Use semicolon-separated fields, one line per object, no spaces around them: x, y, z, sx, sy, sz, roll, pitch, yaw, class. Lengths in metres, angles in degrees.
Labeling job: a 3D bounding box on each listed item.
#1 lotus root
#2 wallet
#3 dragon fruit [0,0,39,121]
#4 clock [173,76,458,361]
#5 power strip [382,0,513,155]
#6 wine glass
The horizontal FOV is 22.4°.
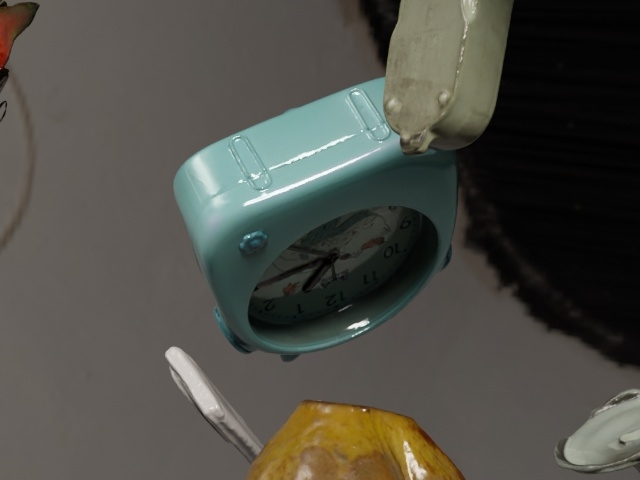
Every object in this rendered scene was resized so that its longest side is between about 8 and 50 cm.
0.038;0.203;1.142;0.188;0.199;0.180;50;41;-75;lotus root
-0.105;0.195;1.759;0.032;0.124;0.183;-39;137;-5;wallet
-0.389;-0.181;1.567;0.274;0.192;0.193;-39;137;-62;dragon fruit
0.000;0.000;1.356;0.223;0.094;0.274;-21;147;-12;clock
0.093;-0.189;1.059;0.048;0.080;0.286;19;75;-38;power strip
0.278;0.234;1.229;0.156;0.156;0.232;-36;106;-39;wine glass
